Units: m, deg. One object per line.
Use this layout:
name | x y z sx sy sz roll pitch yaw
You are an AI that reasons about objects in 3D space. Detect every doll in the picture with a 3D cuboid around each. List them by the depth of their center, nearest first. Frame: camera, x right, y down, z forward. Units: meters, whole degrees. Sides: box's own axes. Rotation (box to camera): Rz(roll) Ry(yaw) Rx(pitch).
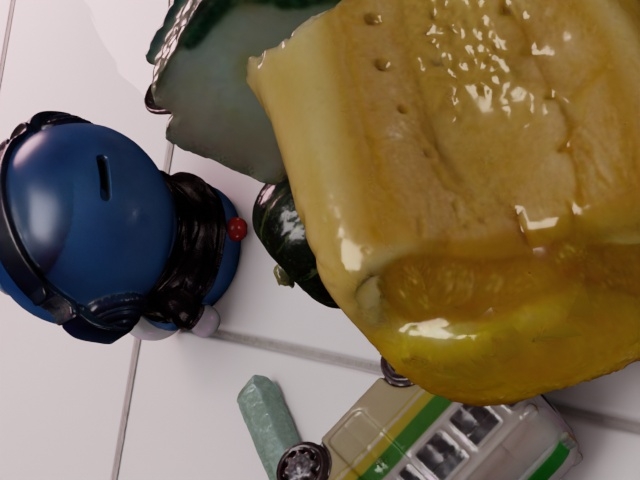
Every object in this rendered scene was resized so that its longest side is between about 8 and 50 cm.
doll | -0.249 -0.010 2.194 0.240 0.310 0.284 -37 54 40

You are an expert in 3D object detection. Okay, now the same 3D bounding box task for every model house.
model house | -0.013 -0.210 1.935 0.243 0.298 0.284 -60 19 22

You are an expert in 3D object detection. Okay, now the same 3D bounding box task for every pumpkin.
pumpkin | 0.002 -0.002 1.982 0.125 0.167 0.167 -46 34 -17

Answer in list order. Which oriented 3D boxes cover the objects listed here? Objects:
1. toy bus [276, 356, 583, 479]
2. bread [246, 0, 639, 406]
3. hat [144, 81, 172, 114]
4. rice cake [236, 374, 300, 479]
toy bus | 0.085 0.232 1.752 0.305 0.143 0.179 -46 50 -1
bread | 0.154 -0.048 1.677 0.361 0.250 0.394 -19 60 3
hat | -0.109 -0.183 2.248 0.193 0.082 0.193 -27 25 14
rice cake | -0.037 0.249 2.074 0.045 0.042 0.245 -51 45 29
